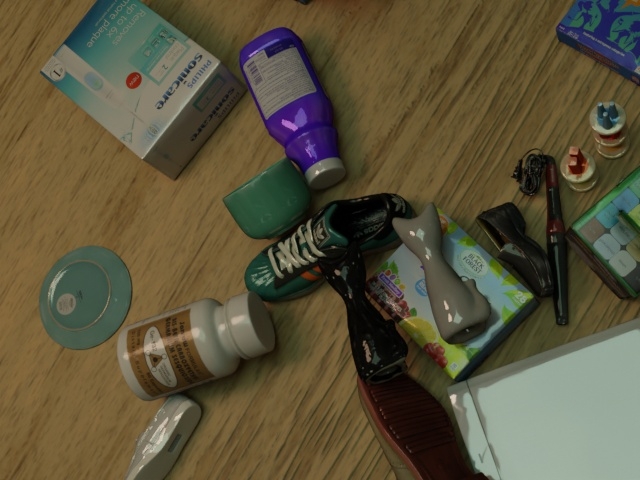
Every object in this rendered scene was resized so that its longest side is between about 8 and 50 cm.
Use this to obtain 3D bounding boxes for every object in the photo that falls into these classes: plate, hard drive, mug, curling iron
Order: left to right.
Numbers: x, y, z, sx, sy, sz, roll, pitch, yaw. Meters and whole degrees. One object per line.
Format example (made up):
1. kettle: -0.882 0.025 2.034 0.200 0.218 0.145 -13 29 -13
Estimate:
1. plate: -0.420 0.098 1.798 0.188 0.024 0.188 -5 74 18
2. mug: -0.080 -0.062 1.666 0.129 0.158 0.097 -33 96 3
3. curling iron: 0.344 -0.006 1.546 0.068 0.035 0.274 -19 73 37
4. hard drive: 0.381 0.259 1.448 0.353 0.047 0.233 -22 68 13

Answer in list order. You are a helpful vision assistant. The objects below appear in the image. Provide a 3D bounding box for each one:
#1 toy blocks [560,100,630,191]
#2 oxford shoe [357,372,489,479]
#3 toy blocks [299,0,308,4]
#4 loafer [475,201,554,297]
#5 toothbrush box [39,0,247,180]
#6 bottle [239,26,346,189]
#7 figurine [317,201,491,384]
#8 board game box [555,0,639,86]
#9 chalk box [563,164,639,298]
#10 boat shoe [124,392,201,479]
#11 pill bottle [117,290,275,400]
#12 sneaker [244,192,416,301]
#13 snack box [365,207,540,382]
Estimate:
1. toy blocks: 0.399 -0.142 1.499 0.123 0.148 0.054 -47 65 2
2. oxford shoe: 0.137 0.330 1.479 0.348 0.123 0.130 58 139 39
3. toy blocks: -0.065 -0.506 1.726 0.381 0.261 0.190 27 83 17
4. loafer: 0.290 0.020 1.527 0.061 0.062 0.170 -14 52 -17
5. toothbrush box: -0.314 -0.283 1.813 0.295 0.126 0.216 40 91 23
6. bottle: -0.040 -0.219 1.711 0.118 0.092 0.282 -29 67 11
7. figurine: 0.118 0.070 1.496 0.215 0.092 0.209 -28 68 12
8. board game box: 0.493 -0.365 1.584 0.160 0.047 0.210 36 89 25
9. chalk box: 0.430 -0.010 1.402 0.132 0.213 0.132 -41 81 4
10. boat shoe: -0.268 0.329 1.658 0.063 0.066 0.184 29 89 39
11. pill bottle: -0.197 0.164 1.638 0.229 0.131 0.131 -20 69 14
12. sneaker: 0.000 0.000 1.619 0.302 0.121 0.108 -27 67 11
13. snack box: 0.196 0.083 1.552 0.174 0.070 0.207 -46 67 4
